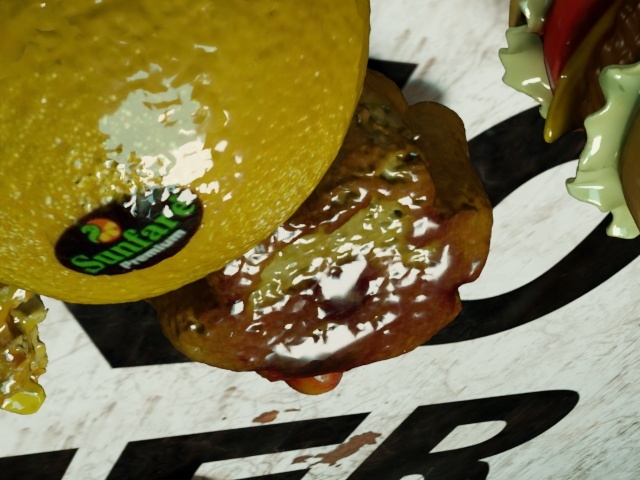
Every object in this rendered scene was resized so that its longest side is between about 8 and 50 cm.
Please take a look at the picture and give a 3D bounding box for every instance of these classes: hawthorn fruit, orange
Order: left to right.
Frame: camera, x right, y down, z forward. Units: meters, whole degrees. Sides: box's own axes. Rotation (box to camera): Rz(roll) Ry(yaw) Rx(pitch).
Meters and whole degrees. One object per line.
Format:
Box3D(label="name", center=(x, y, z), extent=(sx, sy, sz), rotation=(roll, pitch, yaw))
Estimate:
Box3D(label="orange", center=(-0.090, -0.086, 0.424), extent=(0.236, 0.236, 0.236), rotation=(-16, 149, -10))
Box3D(label="hawthorn fruit", center=(-0.012, 0.105, 0.917), extent=(0.077, 0.077, 0.077), rotation=(-16, 149, -10))

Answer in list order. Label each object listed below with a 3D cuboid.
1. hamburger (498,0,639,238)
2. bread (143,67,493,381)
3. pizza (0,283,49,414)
Box3D(label="hamburger", center=(0.238, -0.133, 0.560), extent=(0.275, 0.212, 0.274), rotation=(-15, 145, -11))
Box3D(label="bread", center=(-0.005, -0.008, 0.680), extent=(0.247, 0.135, 0.232), rotation=(-8, 133, -19))
Box3D(label="pizza", center=(-0.314, 0.059, 0.642), extent=(0.269, 0.087, 0.257), rotation=(-10, 144, -16))
